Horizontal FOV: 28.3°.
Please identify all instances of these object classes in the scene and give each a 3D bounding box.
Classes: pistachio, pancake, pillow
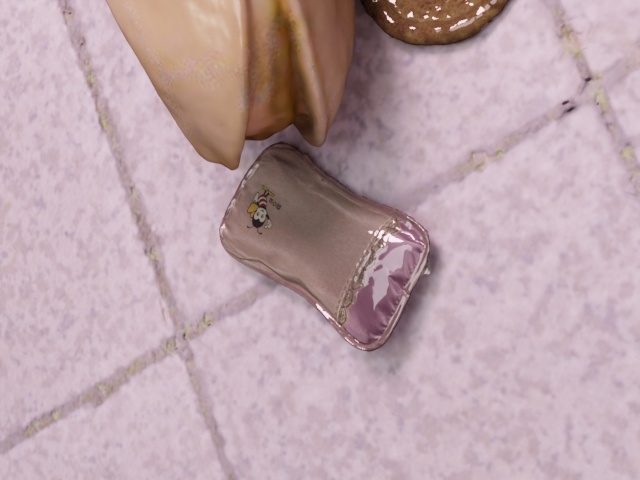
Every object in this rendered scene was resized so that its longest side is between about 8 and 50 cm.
[{"bbox_3d":[-0.079,-0.227,1.142,0.229,0.238,0.321,-15,89,-10],"label":"pistachio"},{"bbox_3d":[0.105,-0.272,1.136,0.199,0.021,0.199,-1,88,33],"label":"pancake"},{"bbox_3d":[0.000,0.000,1.188,0.232,0.038,0.131,34,104,33],"label":"pillow"}]
